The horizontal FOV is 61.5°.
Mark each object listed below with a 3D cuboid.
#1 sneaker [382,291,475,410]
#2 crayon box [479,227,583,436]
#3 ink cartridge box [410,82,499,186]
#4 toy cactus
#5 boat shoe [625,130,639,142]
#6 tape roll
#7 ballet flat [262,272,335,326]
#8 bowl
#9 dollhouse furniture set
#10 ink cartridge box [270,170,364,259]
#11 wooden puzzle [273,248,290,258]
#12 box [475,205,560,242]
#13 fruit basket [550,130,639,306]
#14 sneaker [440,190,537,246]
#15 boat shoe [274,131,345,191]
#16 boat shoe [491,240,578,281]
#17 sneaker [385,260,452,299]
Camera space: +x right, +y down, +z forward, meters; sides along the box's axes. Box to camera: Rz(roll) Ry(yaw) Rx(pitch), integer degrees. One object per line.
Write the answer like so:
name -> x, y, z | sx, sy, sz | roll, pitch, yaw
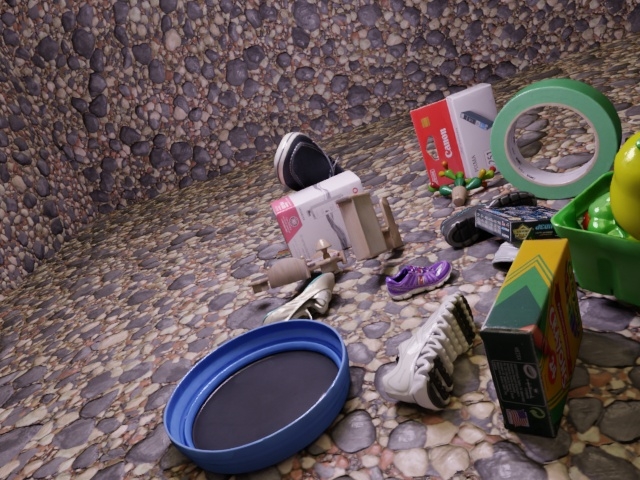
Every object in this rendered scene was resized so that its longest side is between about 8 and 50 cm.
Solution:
sneaker -> 0.212, 0.198, 1.033 | 0.118, 0.110, 0.292 | -14, 20, 40
crayon box -> 0.369, 0.133, 0.898 | 0.081, 0.202, 0.318 | -3, 28, 36
ink cartridge box -> 0.467, -0.335, 1.790 | 0.261, 0.296, 0.066 | -21, 22, 1
toy cactus -> 0.451, -0.181, 1.729 | 0.219, 0.112, 0.180 | -3, 36, 19
boat shoe -> 0.844, -0.208, 1.245 | 0.113, 0.127, 0.340 | -28, 10, 12
tape roll -> 0.628, -0.268, 1.451 | 0.321, 0.321, 0.077 | -2, 29, 40
ballet flat -> -0.033, 0.172, 1.359 | 0.248, 0.086, 0.086 | -35, 26, -29
bowl -> -0.122, 0.307, 1.101 | 0.391, 0.077, 0.391 | -18, 21, 7
dollhouse furniture set -> 0.000, 0.000, 1.519 | 0.356, 0.173, 0.303 | -18, -1, 34
ink cartridge box -> 0.014, -0.069, 1.687 | 0.283, 0.207, 0.117 | -23, 24, -5
wooden puzzle -> -0.122, 0.043, 1.819 | 0.083, 0.006, 0.049 | -18, 22, 8
box -> 0.497, -0.044, 1.297 | 0.175, 0.051, 0.220 | -4, 11, -4
fruit basket -> 0.591, -0.054, 0.883 | 0.283, 0.392, 0.392 | -33, 24, -28
sneaker -> 0.448, -0.073, 1.455 | 0.267, 0.101, 0.106 | -20, 19, 0
boat shoe -> -0.002, -0.212, 1.808 | 0.156, 0.500, 0.186 | 20, 81, 26
boat shoe -> 0.472, 0.062, 1.165 | 0.081, 0.079, 0.227 | -48, 30, -15
sneaker -> 0.239, 0.086, 1.305 | 0.170, 0.071, 0.068 | -22, 22, -5
